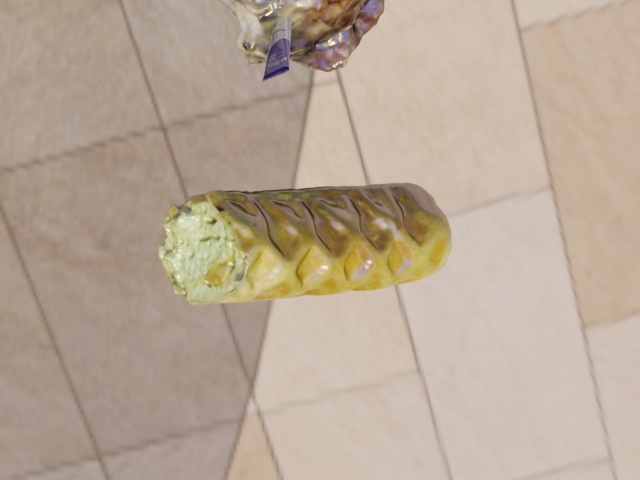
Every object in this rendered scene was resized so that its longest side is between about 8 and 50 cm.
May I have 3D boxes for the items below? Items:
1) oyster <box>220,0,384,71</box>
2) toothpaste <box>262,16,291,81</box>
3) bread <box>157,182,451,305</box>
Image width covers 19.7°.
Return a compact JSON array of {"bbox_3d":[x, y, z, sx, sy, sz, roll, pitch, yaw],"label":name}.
[{"bbox_3d":[0.017,-0.272,1.688,0.275,0.100,0.271,18,108,-38],"label":"oyster"},{"bbox_3d":[-0.032,-0.152,1.469,0.024,0.083,0.015,-20,122,18],"label":"toothpaste"},{"bbox_3d":[-0.001,0.000,1.444,0.269,0.098,0.087,-5,89,-45],"label":"bread"}]
